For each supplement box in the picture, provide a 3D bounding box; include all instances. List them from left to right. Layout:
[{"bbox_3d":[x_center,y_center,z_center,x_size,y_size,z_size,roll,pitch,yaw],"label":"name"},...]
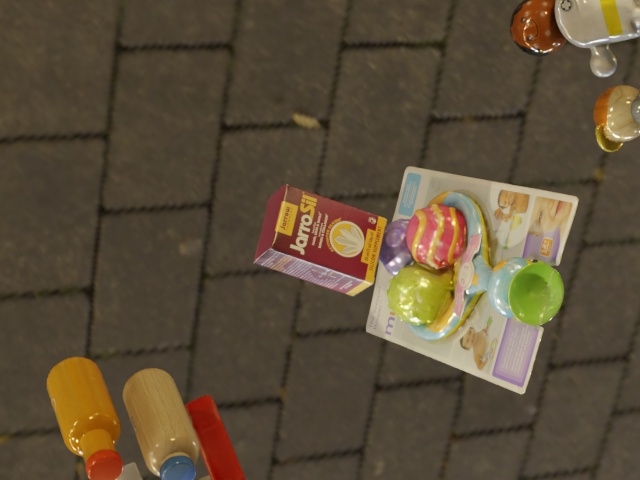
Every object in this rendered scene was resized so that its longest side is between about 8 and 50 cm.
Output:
[{"bbox_3d":[0.000,0.000,1.133,0.083,0.043,0.055,18,69,-15],"label":"supplement box"}]

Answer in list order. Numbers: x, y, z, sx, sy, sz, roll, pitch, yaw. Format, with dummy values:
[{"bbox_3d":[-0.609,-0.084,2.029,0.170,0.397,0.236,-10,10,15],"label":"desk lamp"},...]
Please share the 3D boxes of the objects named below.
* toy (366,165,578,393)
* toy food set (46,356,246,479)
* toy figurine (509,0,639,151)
[{"bbox_3d":[0.086,0.017,1.113,0.056,0.237,0.137,14,91,-29],"label":"toy"},{"bbox_3d":[-0.108,0.184,1.110,0.111,0.104,0.232,-21,129,-7],"label":"toy food set"},{"bbox_3d":[0.257,-0.202,1.282,0.213,0.148,0.209,37,56,-40],"label":"toy figurine"}]
